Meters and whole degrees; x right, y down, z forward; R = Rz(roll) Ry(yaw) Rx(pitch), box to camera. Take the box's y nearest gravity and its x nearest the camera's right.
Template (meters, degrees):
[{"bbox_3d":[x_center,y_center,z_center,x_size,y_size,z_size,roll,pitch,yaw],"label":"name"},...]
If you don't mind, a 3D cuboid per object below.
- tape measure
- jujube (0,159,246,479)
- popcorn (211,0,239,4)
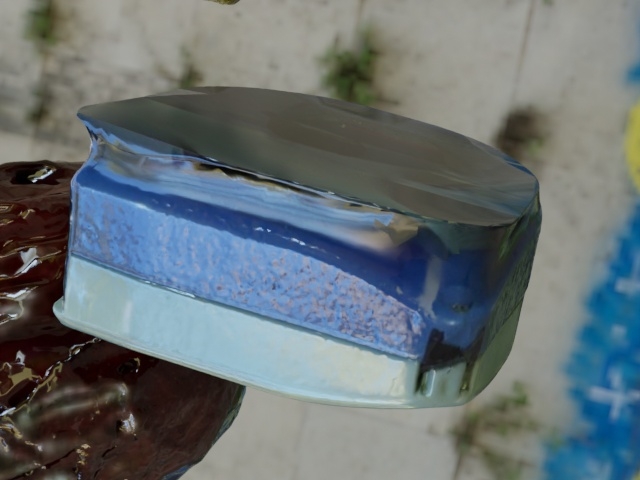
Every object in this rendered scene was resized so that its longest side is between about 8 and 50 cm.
[{"bbox_3d":[-0.001,0.002,1.183,0.262,0.259,0.138,-32,-42,-68],"label":"tape measure"},{"bbox_3d":[-0.227,0.073,1.345,0.376,0.258,0.258,-4,-69,-30],"label":"jujube"},{"bbox_3d":[-0.037,-0.268,1.280,0.250,0.190,0.250,-43,12,11],"label":"popcorn"}]
